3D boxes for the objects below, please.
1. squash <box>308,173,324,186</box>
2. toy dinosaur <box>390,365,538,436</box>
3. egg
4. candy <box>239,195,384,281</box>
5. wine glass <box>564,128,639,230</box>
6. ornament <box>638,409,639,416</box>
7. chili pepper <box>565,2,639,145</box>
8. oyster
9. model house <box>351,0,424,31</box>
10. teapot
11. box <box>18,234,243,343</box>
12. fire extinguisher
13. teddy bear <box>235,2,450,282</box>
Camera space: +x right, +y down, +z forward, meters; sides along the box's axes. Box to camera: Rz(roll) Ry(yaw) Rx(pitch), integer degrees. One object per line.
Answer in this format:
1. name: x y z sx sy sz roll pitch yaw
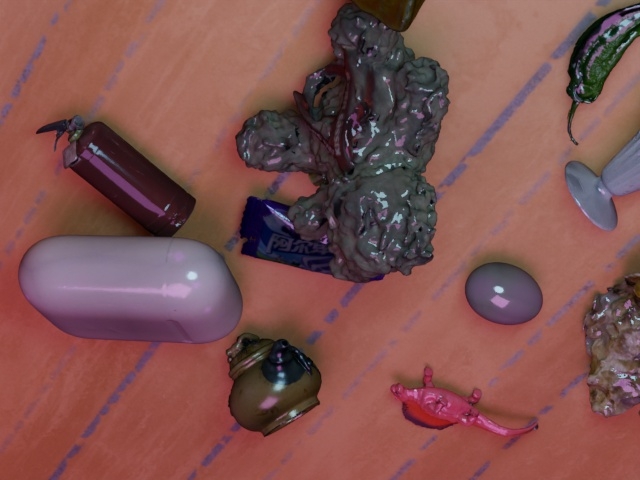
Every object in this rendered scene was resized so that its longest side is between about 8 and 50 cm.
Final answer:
1. squash: 0.019 -0.120 1.990 0.083 0.027 0.027 -34 115 27
2. toy dinosaur: 0.248 0.331 2.265 0.286 0.070 0.139 23 135 -13
3. egg: 0.309 0.090 2.055 0.135 0.103 0.103 19 125 -8
4. candy: 0.000 0.000 2.055 0.275 0.070 0.145 11 134 -3
5. wine glass: 0.486 -0.116 1.860 0.196 0.165 0.165 -34 115 31
6. ornament: 0.651 0.284 2.145 0.201 0.059 0.180 -21 159 -7
7. chili pepper: 0.436 -0.277 1.806 0.122 0.065 0.279 38 117 -14
8. oyster: 0.565 0.171 2.073 0.238 0.115 0.351 25 124 -10
9. model house: 0.094 -0.422 1.611 0.173 0.239 0.268 -2 153 -7
10. teapot: -0.102 0.252 2.202 0.182 0.173 0.269 57 147 10
11. box: -0.314 0.084 2.053 0.349 0.141 0.288 2 160 7
12. fire extinguisher: -0.337 -0.112 1.999 0.269 0.105 0.105 40 120 -20
13. teddy bear: 0.063 -0.115 1.790 0.224 0.367 0.357 19 131 -36
